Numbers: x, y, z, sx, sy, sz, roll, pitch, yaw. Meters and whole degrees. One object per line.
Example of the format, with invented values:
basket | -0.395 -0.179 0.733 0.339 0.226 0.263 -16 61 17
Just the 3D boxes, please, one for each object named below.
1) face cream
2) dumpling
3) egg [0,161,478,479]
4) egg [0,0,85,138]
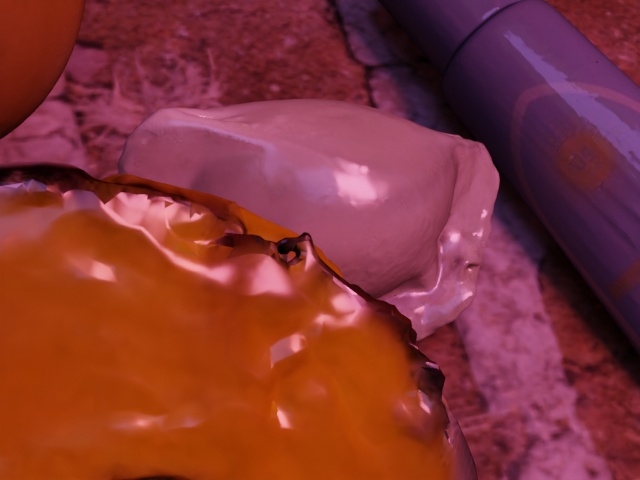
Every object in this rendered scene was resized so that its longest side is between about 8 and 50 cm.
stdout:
face cream | 0.168 -0.046 0.681 0.135 0.086 0.385 -44 71 16
dumpling | 0.000 0.000 0.612 0.229 0.124 0.151 0 98 -21
egg | -0.108 0.129 0.456 0.337 0.201 0.337 1 88 -21
egg | -0.256 -0.180 0.575 0.250 0.250 0.322 -33 81 -26
